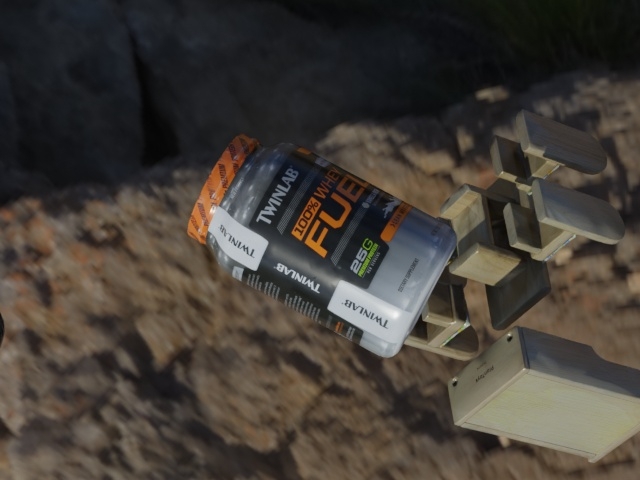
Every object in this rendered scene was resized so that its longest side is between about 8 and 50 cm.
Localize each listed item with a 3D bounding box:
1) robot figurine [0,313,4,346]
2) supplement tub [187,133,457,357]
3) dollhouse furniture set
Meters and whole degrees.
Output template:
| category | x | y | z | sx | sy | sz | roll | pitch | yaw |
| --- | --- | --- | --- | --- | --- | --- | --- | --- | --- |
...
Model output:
| category | x | y | z | sx | sy | sz | roll | pitch | yaw |
| --- | --- | --- | --- | --- | --- | --- | --- | --- | --- |
| robot figurine | -0.268 | 0.017 | 0.821 | 0.278 | 0.173 | 0.209 | 30 | 88 | 28 |
| supplement tub | 0.000 | 0.000 | 1.412 | 0.190 | 0.117 | 0.117 | 28 | 78 | 5 |
| dollhouse furniture set | 0.191 | 0.051 | 1.584 | 0.212 | 0.161 | 0.242 | -45 | 40 | 41 |
